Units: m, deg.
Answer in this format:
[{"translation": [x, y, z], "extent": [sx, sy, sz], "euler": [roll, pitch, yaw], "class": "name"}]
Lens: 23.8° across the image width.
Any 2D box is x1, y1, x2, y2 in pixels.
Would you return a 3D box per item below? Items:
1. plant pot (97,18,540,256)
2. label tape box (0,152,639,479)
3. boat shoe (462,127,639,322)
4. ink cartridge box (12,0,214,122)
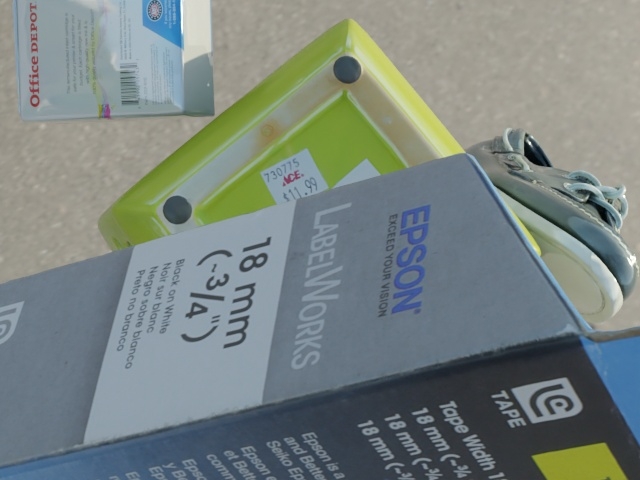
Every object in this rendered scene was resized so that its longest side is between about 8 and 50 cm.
[{"translation": [0.000, 0.000, 1.003], "extent": [0.228, 0.207, 0.227], "euler": [-39, 90, -7], "class": "plant pot"}, {"translation": [0.050, 0.094, 0.584], "extent": [0.241, 0.333, 0.106], "euler": [55, 31, -37], "class": "label tape box"}, {"translation": [0.172, -0.028, 1.138], "extent": [0.099, 0.319, 0.116], "euler": [-37, 105, -2], "class": "boat shoe"}, {"translation": [-0.136, -0.123, 0.999], "extent": [0.052, 0.122, 0.088], "euler": [-8, 97, -70], "class": "ink cartridge box"}]
